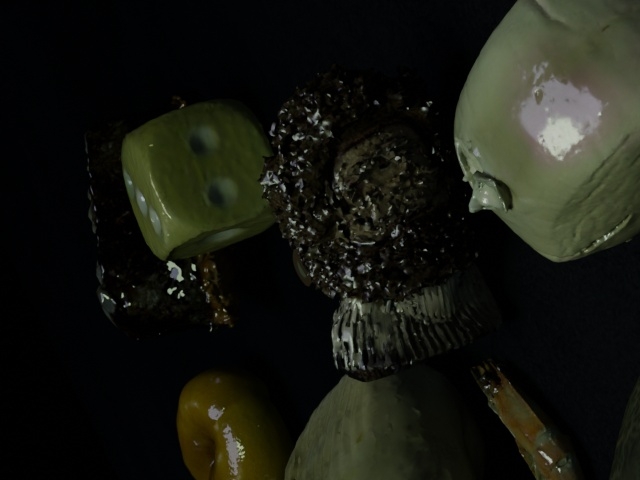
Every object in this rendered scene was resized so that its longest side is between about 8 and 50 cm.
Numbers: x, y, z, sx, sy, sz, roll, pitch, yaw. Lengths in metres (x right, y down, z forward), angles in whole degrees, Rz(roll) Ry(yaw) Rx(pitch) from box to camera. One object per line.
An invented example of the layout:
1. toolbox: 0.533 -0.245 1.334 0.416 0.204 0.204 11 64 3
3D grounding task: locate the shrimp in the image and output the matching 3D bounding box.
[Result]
1. shrimp: 0.206 0.189 1.251 0.180 0.041 0.099 55 168 29

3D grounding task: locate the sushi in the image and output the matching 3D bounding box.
1. sushi: -0.229 -0.026 1.869 0.234 0.207 0.348 39 -139 -81

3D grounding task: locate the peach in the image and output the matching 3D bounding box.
1. peach: -0.130 0.313 1.981 0.251 0.153 0.251 50 156 31

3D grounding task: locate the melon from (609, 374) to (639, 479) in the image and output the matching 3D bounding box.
1. melon: 0.290 0.157 0.748 0.248 0.248 0.329 54 160 34

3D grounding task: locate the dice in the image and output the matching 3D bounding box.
1. dice: -0.159 -0.078 1.679 0.169 0.169 0.166 69 159 9

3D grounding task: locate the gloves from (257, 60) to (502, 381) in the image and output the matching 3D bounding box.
1. gloves: 0.054 -0.021 1.195 0.135 0.210 0.312 -103 1 -72

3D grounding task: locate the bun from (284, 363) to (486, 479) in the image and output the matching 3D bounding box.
1. bun: 0.069 0.309 1.370 0.326 0.234 0.362 -80 8 -78

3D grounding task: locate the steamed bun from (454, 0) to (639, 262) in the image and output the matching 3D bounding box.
1. steamed bun: 0.178 -0.090 0.916 0.170 0.152 0.238 58 158 25

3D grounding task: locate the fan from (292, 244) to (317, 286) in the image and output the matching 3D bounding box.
1. fan: 0.000 0.000 1.597 0.227 0.008 0.152 16 122 65
